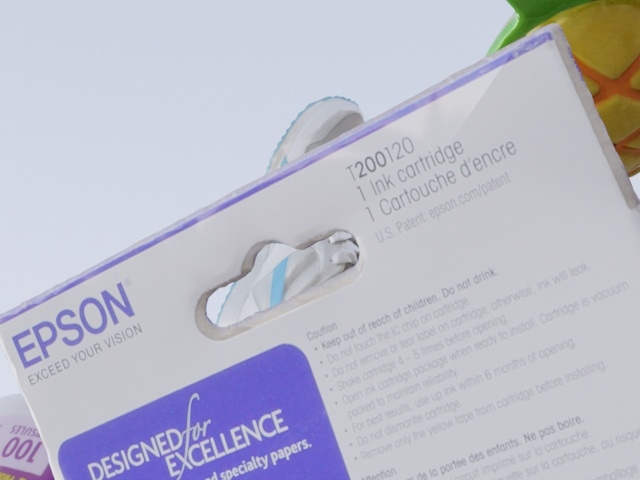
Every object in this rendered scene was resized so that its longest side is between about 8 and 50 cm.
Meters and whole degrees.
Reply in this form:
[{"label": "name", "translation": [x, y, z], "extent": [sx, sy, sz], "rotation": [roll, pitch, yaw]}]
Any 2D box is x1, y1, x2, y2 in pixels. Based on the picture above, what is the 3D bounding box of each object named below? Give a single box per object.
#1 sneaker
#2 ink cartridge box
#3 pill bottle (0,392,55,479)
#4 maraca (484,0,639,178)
[{"label": "sneaker", "translation": [0.000, 0.000, 1.181], "extent": [0.092, 0.229, 0.087], "rotation": [11, -10, 34]}, {"label": "ink cartridge box", "translation": [0.025, 0.079, 0.414], "extent": [0.206, 0.208, 0.045], "rotation": [-25, -7, 30]}, {"label": "pill bottle", "translation": [-0.169, 0.235, 0.750], "extent": [0.169, 0.302, 0.169], "rotation": [15, -41, 14]}, {"label": "maraca", "translation": [0.145, -0.098, 0.818], "extent": [0.127, 0.099, 0.186], "rotation": [-11, -38, -4]}]
